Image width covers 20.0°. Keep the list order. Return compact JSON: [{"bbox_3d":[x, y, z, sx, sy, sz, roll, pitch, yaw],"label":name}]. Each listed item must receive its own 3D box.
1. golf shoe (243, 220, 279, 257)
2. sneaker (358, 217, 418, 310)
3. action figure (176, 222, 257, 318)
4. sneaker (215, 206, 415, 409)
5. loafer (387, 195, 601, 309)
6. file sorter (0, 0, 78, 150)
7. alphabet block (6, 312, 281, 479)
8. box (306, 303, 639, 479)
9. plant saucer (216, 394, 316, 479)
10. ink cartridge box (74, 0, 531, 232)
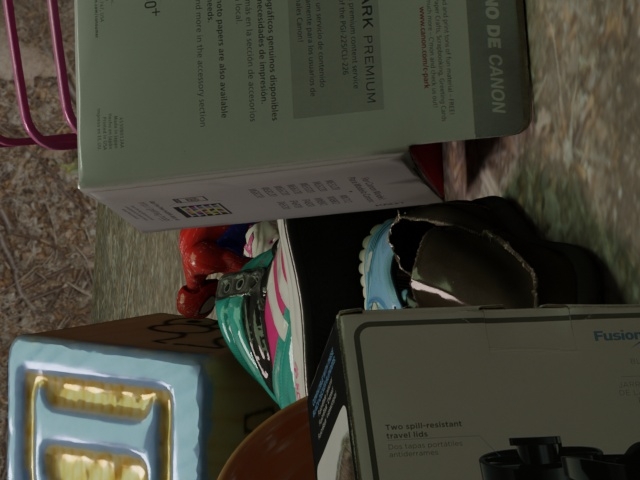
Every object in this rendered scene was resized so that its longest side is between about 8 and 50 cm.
[{"bbox_3d":[-0.034,0.017,1.562,0.086,0.067,0.186,-42,48,42],"label":"golf shoe"},{"bbox_3d":[0.054,0.060,1.152,0.073,0.063,0.162,144,125,-70],"label":"sneaker"},{"bbox_3d":[-0.023,-0.048,1.472,0.280,0.139,0.091,-63,17,14],"label":"action figure"},{"bbox_3d":[0.000,0.000,1.280,0.178,0.124,0.295,-165,74,-67],"label":"sneaker"},{"bbox_3d":[0.087,0.032,0.968,0.220,0.078,0.080,-132,44,-72],"label":"loafer"},{"bbox_3d":[-0.158,-0.171,1.381,0.290,0.182,0.202,1,98,55],"label":"file sorter"},{"bbox_3d":[-0.115,0.166,1.436,0.197,0.192,0.193,-6,-79,-59],"label":"alphabet block"},{"bbox_3d":[0.097,0.171,0.737,0.087,0.169,0.290,108,157,-59],"label":"box"},{"bbox_3d":[0.045,0.139,0.906,0.200,0.200,0.037,-110,9,-56],"label":"plant saucer"},{"bbox_3d":[-0.006,-0.177,1.123,0.130,0.272,0.309,42,-136,-72],"label":"ink cartridge box"}]
